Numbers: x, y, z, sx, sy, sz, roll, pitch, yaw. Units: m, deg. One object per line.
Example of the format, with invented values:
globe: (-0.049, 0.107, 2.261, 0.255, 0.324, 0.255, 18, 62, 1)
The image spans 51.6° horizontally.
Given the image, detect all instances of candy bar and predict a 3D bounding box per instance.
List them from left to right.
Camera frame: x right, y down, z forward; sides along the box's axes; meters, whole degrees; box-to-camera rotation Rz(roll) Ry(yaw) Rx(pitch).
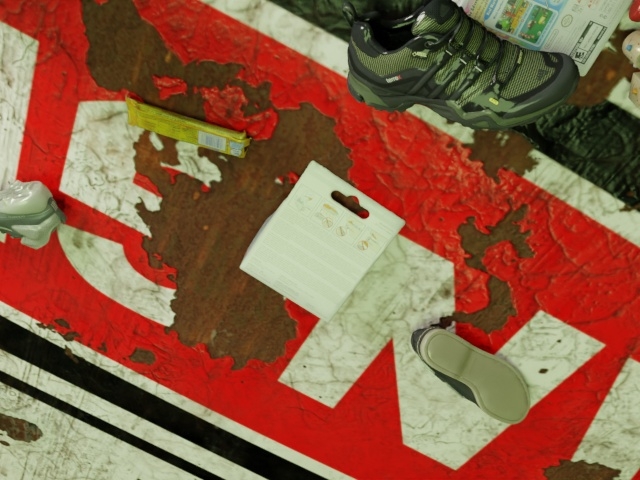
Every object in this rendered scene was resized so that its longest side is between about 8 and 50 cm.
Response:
candy bar: (-0.162, -0.135, 0.803, 0.161, 0.018, 0.040, 16, 132, 4)

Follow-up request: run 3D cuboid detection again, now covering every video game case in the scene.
video game case: (0.219, -0.247, 0.606, 0.143, 0.019, 0.157, 22, 130, 0)

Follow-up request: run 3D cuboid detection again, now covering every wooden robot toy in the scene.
wooden robot toy: (0.318, -0.186, 0.574, 0.076, 0.079, 0.173, 6, 129, -9)

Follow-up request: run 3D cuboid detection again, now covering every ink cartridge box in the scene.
ink cartridge box: (0.000, 0.000, 0.856, 0.145, 0.045, 0.179, 33, 110, -8)

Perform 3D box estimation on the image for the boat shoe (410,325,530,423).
boat shoe: (0.208, 0.183, 0.921, 0.206, 0.075, 0.065, 37, 171, -19)

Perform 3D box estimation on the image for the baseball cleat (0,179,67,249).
baseball cleat: (-0.456, -0.025, 0.941, 0.205, 0.072, 0.109, -6, 131, 25)

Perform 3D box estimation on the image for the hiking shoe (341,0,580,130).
hiking shoe: (0.128, -0.173, 0.625, 0.226, 0.086, 0.114, 7, 149, 16)
